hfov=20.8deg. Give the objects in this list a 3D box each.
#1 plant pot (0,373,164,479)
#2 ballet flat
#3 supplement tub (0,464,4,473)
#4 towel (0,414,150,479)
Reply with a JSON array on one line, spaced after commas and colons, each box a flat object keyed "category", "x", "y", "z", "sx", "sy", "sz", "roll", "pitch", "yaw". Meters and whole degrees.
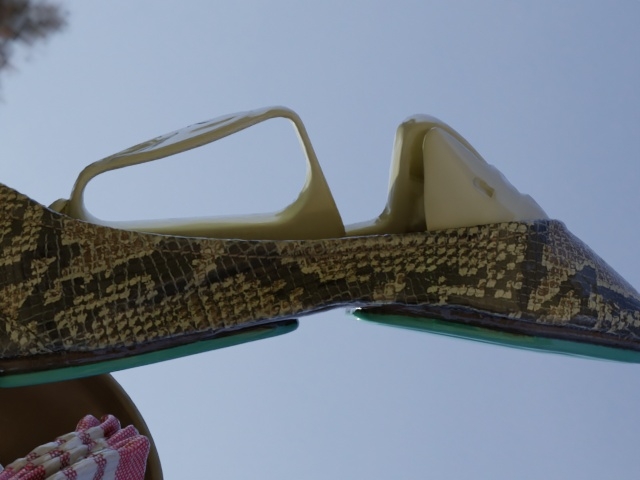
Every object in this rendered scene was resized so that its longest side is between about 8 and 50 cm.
[{"category": "plant pot", "x": -0.233, "y": 0.175, "z": 1.180, "sx": 0.110, "sy": 0.237, "sz": 0.237, "roll": -47, "pitch": -145, "yaw": 45}, {"category": "ballet flat", "x": 0.000, "y": 0.000, "z": 1.165, "sx": 0.164, "sy": 0.482, "sz": 0.182, "roll": -175, "pitch": -96, "yaw": -83}, {"category": "supplement tub", "x": -0.291, "y": 0.191, "z": 0.752, "sx": 0.316, "sy": 0.228, "sz": 0.228, "roll": -18, "pitch": -128, "yaw": 37}, {"category": "towel", "x": -0.127, "y": 0.144, "z": 0.542, "sx": 0.029, "sy": 0.197, "sz": 0.144, "roll": 21, "pitch": -68, "yaw": 27}]
